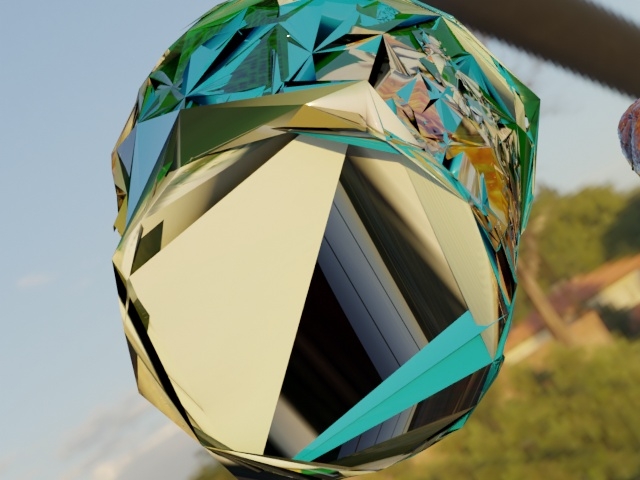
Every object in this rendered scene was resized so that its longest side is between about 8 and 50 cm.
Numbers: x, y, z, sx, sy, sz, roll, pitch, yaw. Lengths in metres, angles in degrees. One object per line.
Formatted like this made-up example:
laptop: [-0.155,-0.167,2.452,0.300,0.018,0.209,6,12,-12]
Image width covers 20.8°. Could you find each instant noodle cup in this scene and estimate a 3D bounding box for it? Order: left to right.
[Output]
instant noodle cup: [0.000,0.000,0.868,0.240,0.240,0.178,-35,17,13]

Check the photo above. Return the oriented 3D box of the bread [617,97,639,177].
bread: [0.249,-0.013,1.003,0.064,0.193,0.193,-52,-12,10]
